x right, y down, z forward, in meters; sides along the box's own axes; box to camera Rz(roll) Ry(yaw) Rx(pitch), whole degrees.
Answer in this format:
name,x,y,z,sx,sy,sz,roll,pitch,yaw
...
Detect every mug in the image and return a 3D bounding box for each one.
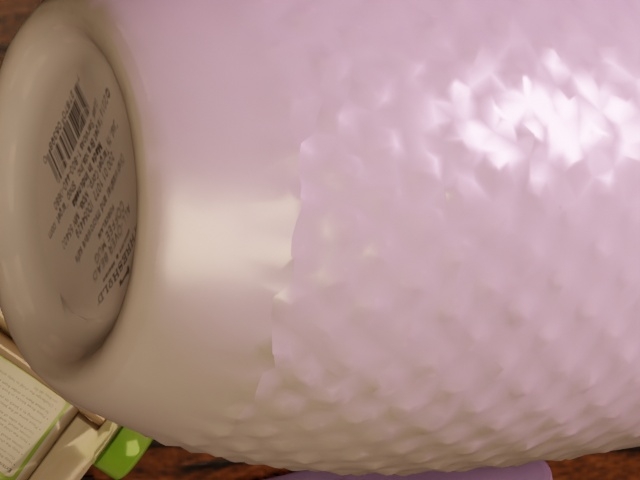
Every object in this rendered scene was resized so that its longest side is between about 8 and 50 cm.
name,x,y,z,sx,sy,sz,roll,pitch,yaw
mug,0.000,0.000,0.755,0.328,0.276,0.374,-2,152,-35

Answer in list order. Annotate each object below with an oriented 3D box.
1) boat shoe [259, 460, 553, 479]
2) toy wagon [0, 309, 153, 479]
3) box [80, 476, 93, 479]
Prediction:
name,x,y,z,sx,sy,sz,roll,pitch,yaw
boat shoe,0.023,0.200,0.972,0.268,0.096,0.088,-15,114,7
toy wagon,-0.273,0.122,0.936,0.267,0.068,0.344,37,102,-6
box,-0.217,0.205,1.008,0.137,0.027,0.094,0,111,1
